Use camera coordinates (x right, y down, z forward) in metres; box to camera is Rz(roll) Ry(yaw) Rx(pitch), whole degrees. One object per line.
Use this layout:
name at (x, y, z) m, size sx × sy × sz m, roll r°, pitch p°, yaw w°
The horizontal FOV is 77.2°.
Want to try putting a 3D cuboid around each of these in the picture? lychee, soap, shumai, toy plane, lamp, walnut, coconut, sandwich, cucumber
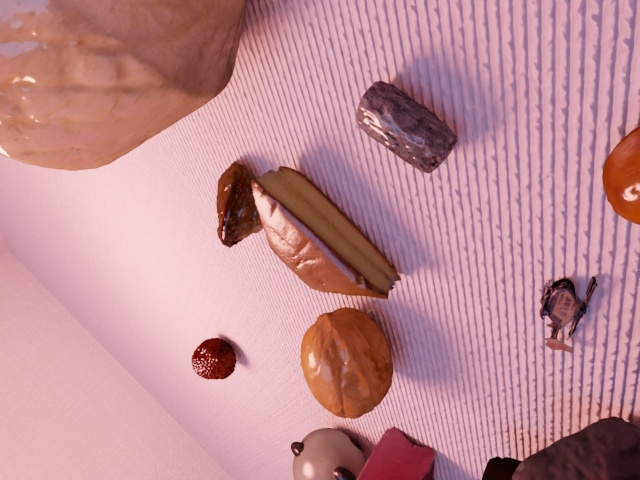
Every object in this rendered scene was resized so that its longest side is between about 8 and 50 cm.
lychee at (-0.306, 0.349, 1.169) m, size 0.123 × 0.123 × 0.129 m, roll -25°, pitch 103°, yaw 50°
soap at (0.158, 0.628, 0.893) m, size 0.128 × 0.233 × 0.360 m, roll 17°, pitch 133°, yaw 34°
shumai at (-0.140, -0.054, 0.707) m, size 0.105 × 0.139 × 0.123 m, roll 29°, pitch -179°, yaw -26°
toy plane at (0.287, 0.087, 0.477) m, size 0.049 × 0.031 × 0.121 m, roll 12°, pitch 128°, yaw 24°
lamp at (0.037, 0.587, 1.027) m, size 0.197 × 0.198 × 0.244 m, roll 12°, pitch 152°, yaw 36°
walnut at (0.046, 0.210, 0.700) m, size 0.159 × 0.159 × 0.207 m, roll 4°, pitch 126°, yaw 40°
coconut at (-0.300, -0.287, 0.449) m, size 0.414 × 0.344 × 0.416 m, roll 5°, pitch 107°, yaw 17°
sandwich at (0.000, 0.000, 0.613) m, size 0.258 × 0.094 × 0.096 m, roll 45°, pitch 140°, yaw 0°
cucumber at (0.096, -0.125, 0.444) m, size 0.112 × 0.064 × 0.064 m, roll 37°, pitch 140°, yaw 9°

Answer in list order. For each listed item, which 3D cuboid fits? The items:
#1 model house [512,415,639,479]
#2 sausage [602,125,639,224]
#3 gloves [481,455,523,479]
model house at (0.379, 0.392, 0.403) m, size 0.301 × 0.190 × 0.272 m, roll -108°, pitch -5°, yaw -78°
sausage at (0.336, -0.063, 0.249) m, size 0.270 × 0.109 × 0.109 m, roll -7°, pitch 118°, yaw 45°
gloves at (0.374, 0.475, 0.636) m, size 0.331 × 0.141 × 0.154 m, roll 51°, pitch 153°, yaw -19°
